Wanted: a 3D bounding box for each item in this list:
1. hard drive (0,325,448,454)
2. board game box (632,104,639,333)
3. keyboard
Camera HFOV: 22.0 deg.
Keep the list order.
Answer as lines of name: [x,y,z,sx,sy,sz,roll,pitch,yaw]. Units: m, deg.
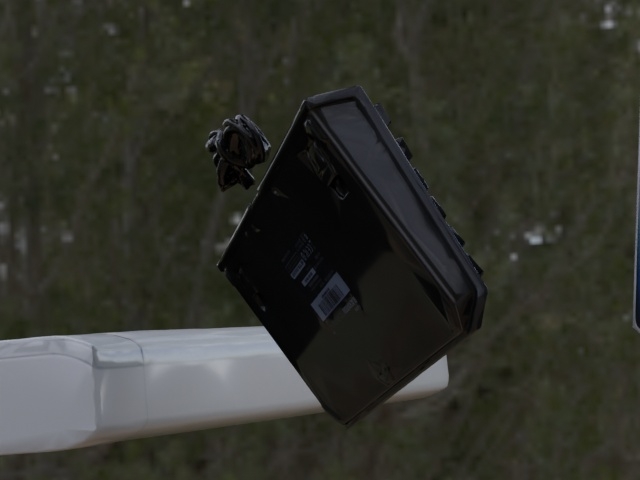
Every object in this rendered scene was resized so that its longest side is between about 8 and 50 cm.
hard drive: [-0.109,0.073,0.802,0.233,0.047,0.353,-8,-6,25]
board game box: [0.183,0.000,0.458,0.053,0.193,0.305,-11,26,-16]
keyboard: [0.000,0.000,0.533,0.023,0.108,0.180,-35,-6,-19]
